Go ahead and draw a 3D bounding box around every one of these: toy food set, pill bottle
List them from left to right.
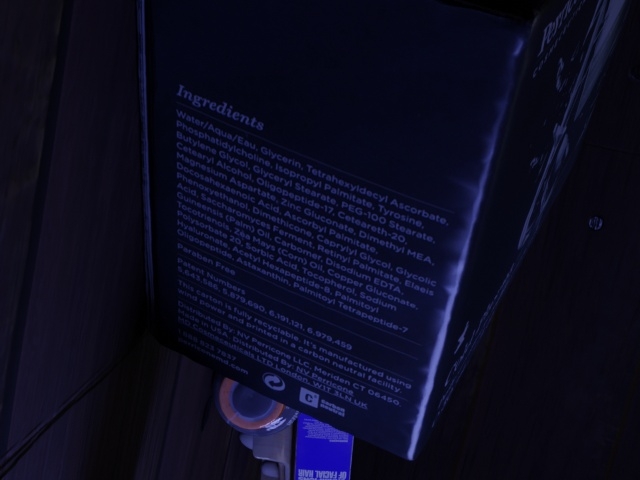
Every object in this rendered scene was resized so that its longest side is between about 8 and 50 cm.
[{"bbox_3d":[-0.075,0.196,1.521,0.246,0.130,0.130,-11,114,-84],"label":"pill bottle"},{"bbox_3d":[-0.093,0.322,1.977,0.306,0.092,0.220,95,-1,-65],"label":"toy food set"}]

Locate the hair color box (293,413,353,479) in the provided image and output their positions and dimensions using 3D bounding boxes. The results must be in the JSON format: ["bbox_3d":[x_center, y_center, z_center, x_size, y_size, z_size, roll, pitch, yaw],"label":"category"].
[{"bbox_3d":[0.008,0.297,1.949,0.185,0.110,0.339,-88,180,-53],"label":"hair color box"}]

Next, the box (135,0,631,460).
[{"bbox_3d":[0.084,-0.160,0.975,0.480,0.297,0.472,-54,159,-40],"label":"box"}]
